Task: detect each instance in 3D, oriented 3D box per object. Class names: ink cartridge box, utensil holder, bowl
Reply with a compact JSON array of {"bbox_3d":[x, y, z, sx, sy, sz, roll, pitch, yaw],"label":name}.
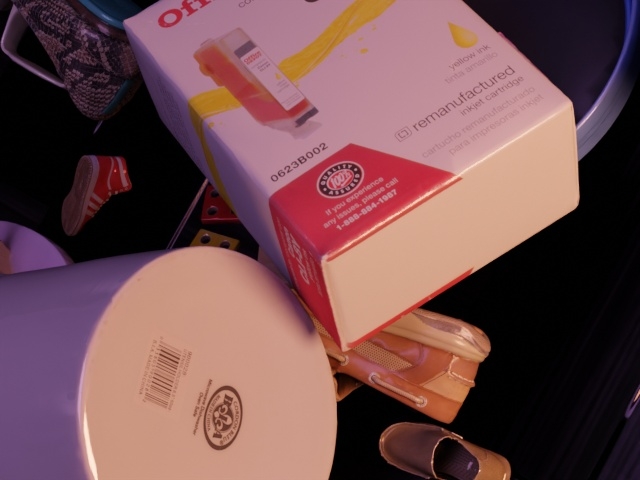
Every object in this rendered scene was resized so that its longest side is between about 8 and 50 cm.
[{"bbox_3d":[0.023,-0.128,1.493,0.279,0.160,0.384,-32,54,-11],"label":"ink cartridge box"},{"bbox_3d":[-0.220,0.177,1.500,0.385,0.328,0.327,-9,66,45],"label":"utensil holder"},{"bbox_3d":[0.161,-0.215,1.642,0.391,0.077,0.391,-11,66,27],"label":"bowl"}]

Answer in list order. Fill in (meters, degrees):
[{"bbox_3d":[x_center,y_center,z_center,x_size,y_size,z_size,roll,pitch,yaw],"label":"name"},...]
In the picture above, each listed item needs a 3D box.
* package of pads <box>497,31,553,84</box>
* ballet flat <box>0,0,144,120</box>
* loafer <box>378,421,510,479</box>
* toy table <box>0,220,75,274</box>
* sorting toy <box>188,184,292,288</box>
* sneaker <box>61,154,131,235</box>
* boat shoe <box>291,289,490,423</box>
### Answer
[{"bbox_3d":[0.190,-0.165,1.538,0.050,0.032,0.083,-44,56,7],"label":"package of pads"},{"bbox_3d":[-0.372,-0.327,1.976,0.483,0.164,0.182,52,121,33],"label":"ballet flat"},{"bbox_3d":[0.117,0.210,1.519,0.148,0.050,0.056,10,77,34],"label":"loafer"},{"bbox_3d":[-0.436,0.045,1.854,0.274,0.161,0.252,0,72,30],"label":"toy table"},{"bbox_3d":[0.000,0.000,1.535,0.274,0.046,0.132,-3,52,9],"label":"sorting toy"},{"bbox_3d":[-0.271,-0.055,1.870,0.042,0.067,0.118,51,131,32],"label":"sneaker"},{"bbox_3d":[0.010,0.105,1.576,0.324,0.123,0.116,14,87,30],"label":"boat shoe"}]
